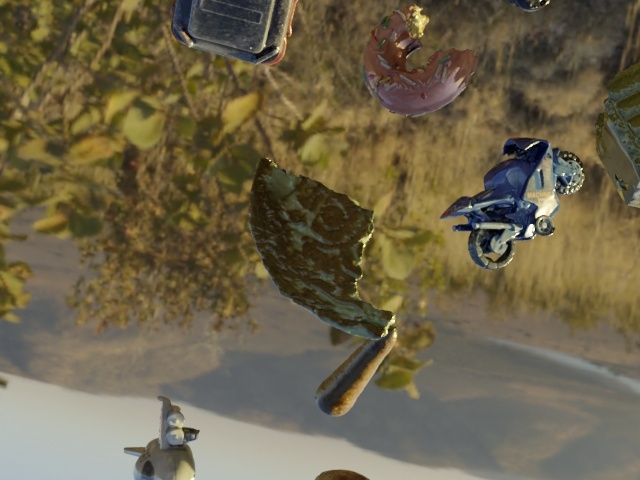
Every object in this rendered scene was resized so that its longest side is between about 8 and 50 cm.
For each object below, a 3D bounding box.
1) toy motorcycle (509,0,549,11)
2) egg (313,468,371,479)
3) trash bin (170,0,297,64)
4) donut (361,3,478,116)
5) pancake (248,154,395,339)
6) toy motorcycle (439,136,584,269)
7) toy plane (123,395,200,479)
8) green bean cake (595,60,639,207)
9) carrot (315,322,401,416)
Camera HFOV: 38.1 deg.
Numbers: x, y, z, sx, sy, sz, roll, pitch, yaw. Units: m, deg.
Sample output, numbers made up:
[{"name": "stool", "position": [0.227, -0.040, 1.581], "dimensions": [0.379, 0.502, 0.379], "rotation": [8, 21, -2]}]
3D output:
[{"name": "toy motorcycle", "position": [0.373, -0.565, 1.578], "dimensions": [0.213, 0.358, 0.125], "rotation": [38, 168, -11]}, {"name": "egg", "position": [0.054, 0.542, 1.743], "dimensions": [0.195, 0.233, 0.195], "rotation": [-15, 157, -6]}, {"name": "trash bin", "position": [-0.100, -0.373, 1.259], "dimensions": [0.161, 0.238, 0.184], "rotation": [14, 128, -4]}, {"name": "donut", "position": [0.174, -0.346, 1.797], "dimensions": [0.233, 0.199, 0.085], "rotation": [46, -179, 30]}, {"name": "pancake", "position": [-0.001, 0.002, 1.473], "dimensions": [0.197, 0.376, 0.054], "rotation": [-24, 159, -8]}, {"name": "toy motorcycle", "position": [0.242, -0.058, 1.143], "dimensions": [0.114, 0.205, 0.076], "rotation": [51, 161, -11]}, {"name": "toy plane", "position": [-0.284, 0.408, 1.674], "dimensions": [0.118, 0.252, 0.252], "rotation": [5, 171, -18]}, {"name": "green bean cake", "position": [0.596, -0.190, 1.720], "dimensions": [0.124, 0.233, 0.236], "rotation": [-23, 161, 3]}, {"name": "carrot", "position": [0.081, 0.235, 1.752], "dimensions": [0.078, 0.078, 0.298], "rotation": [18, 133, -20]}]
